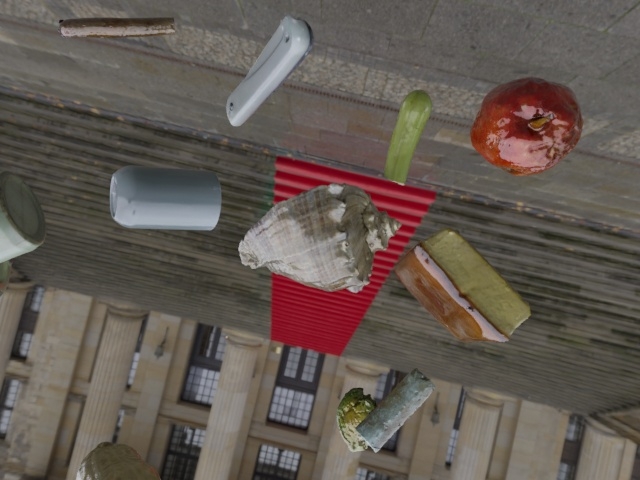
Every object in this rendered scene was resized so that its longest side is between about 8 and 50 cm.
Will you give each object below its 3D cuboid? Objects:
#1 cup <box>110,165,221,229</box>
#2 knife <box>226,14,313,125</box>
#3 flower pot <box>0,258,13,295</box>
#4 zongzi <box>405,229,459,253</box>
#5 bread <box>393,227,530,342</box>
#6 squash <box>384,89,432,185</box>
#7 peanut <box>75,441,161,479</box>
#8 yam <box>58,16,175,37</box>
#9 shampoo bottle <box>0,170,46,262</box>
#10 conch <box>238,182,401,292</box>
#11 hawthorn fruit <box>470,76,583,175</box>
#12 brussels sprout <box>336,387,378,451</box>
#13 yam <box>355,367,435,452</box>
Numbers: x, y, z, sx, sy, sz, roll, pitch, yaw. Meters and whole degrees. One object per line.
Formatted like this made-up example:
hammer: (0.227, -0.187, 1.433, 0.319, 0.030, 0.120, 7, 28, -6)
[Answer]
cup: (-0.501, -0.137, 1.410, 0.313, 0.205, 0.206, 0, -175, -34)
knife: (-0.100, -0.289, 0.759, 0.041, 0.073, 0.266, -15, 171, -38)
flower pot: (-0.633, 0.026, 0.739, 0.157, 0.242, 0.189, 4, -145, -17)
zongzi: (0.438, 0.112, 1.553, 0.125, 0.250, 0.274, -30, 179, -29)
bread: (0.375, 0.135, 1.222, 0.323, 0.143, 0.333, 48, 170, 10)
squash: (0.229, -0.275, 1.159, 0.083, 0.249, 0.083, 16, -168, -3)
peanut: (-0.457, 0.547, 0.972, 0.152, 0.152, 0.313, 16, 169, -41)
yam: (-0.490, -0.518, 1.058, 0.264, 0.046, 0.046, -14, -172, -22)
shampoo bottle: (-0.470, 0.009, 0.522, 0.118, 0.235, 0.087, 59, 171, 34)
conch: (0.009, 0.013, 0.941, 0.209, 0.353, 0.297, 59, 175, 29)
hawthorn fruit: (0.408, -0.224, 0.850, 0.208, 0.207, 0.243, 13, -168, 11)
brussels sprout: (0.122, 0.574, 1.397, 0.139, 0.180, 0.100, -2, 173, 17)
yam: (0.215, 0.481, 1.242, 0.093, 0.259, 0.093, 44, 178, 2)
